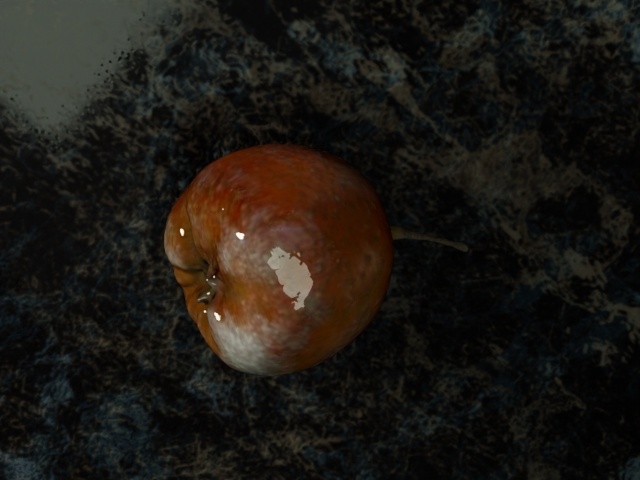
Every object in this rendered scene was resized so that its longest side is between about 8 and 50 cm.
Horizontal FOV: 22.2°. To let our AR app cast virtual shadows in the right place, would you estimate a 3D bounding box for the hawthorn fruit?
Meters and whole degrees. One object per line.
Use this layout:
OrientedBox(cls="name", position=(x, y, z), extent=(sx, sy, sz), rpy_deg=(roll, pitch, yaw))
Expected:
OrientedBox(cls="hawthorn fruit", position=(-0.039, 0.007, 1.665), extent=(0.231, 0.263, 0.235), rpy_deg=(-18, 112, 36))
